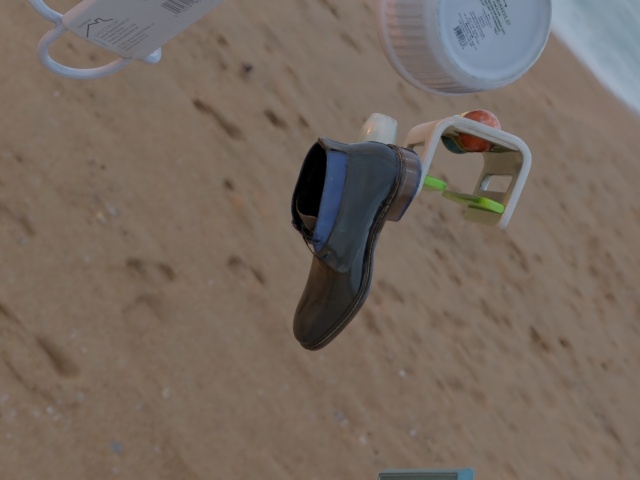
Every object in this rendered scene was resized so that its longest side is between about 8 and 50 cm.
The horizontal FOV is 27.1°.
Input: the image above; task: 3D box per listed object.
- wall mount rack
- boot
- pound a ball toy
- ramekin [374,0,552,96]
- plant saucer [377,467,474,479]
[{"bbox_3d":[-0.231,-0.327,1.490,0.304,0.350,0.130,21,51,-44],"label":"wall mount rack"},{"bbox_3d":[0.000,0.000,1.240,0.106,0.219,0.082,14,19,-38],"label":"boot"},{"bbox_3d":[0.142,-0.113,1.679,0.208,0.136,0.319,21,1,-3],"label":"pound a ball toy"},{"bbox_3d":[0.180,-0.272,1.587,0.207,0.207,0.109,44,-11,-27],"label":"ramekin"},{"bbox_3d":[0.108,0.280,1.447,0.018,0.192,0.067,13,76,-22],"label":"plant saucer"}]
